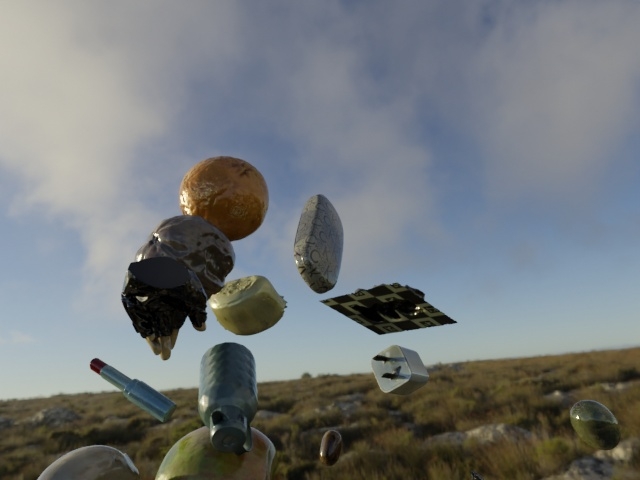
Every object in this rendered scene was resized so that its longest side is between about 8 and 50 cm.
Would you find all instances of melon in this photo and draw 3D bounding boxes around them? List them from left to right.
[{"bbox_3d":[0.672,0.450,1.293,0.098,0.131,0.098,-45,-2,-2],"label":"melon"}]

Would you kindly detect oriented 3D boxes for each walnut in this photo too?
[{"bbox_3d":[-0.368,0.061,1.471,0.227,0.273,0.273,0,-9,36],"label":"walnut"}]

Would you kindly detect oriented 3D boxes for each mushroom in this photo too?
[{"bbox_3d":[-0.470,0.605,1.128,0.290,0.292,0.292,14,-5,26],"label":"mushroom"}]

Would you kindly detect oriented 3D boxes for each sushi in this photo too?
[{"bbox_3d":[0.228,0.193,1.768,0.296,0.100,0.373,33,-32,-26],"label":"sushi"}]

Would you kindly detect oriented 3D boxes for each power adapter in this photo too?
[{"bbox_3d":[0.238,0.414,1.702,0.125,0.130,0.205,-37,-37,21],"label":"power adapter"}]

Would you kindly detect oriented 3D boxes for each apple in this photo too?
[{"bbox_3d":[-0.254,0.642,1.347,0.339,0.340,0.339,-5,-15,-1],"label":"apple"}]

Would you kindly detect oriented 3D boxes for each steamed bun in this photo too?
[{"bbox_3d":[-0.278,0.264,2.027,0.273,0.232,0.166,-13,28,15],"label":"steamed bun"}]

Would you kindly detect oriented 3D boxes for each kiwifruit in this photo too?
[{"bbox_3d":[0.038,0.750,1.920,0.075,0.124,0.075,12,-32,8],"label":"kiwifruit"}]

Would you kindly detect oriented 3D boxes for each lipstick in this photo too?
[{"bbox_3d":[-0.531,0.411,1.484,0.274,0.061,0.068,28,-25,11],"label":"lipstick"}]

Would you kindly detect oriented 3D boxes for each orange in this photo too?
[{"bbox_3d":[-0.353,-0.165,1.989,0.340,0.340,0.293,9,-56,-44],"label":"orange"}]

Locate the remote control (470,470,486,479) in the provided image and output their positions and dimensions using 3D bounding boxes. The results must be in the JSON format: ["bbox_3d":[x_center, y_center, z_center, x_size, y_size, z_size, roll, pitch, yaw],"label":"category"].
[{"bbox_3d":[0.535,0.801,1.760,0.014,0.039,0.096,-7,6,-21],"label":"remote control"}]

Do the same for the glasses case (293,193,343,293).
[{"bbox_3d":[0.000,0.000,1.372,0.085,0.355,0.137,-26,-64,21],"label":"glasses case"}]

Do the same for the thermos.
[{"bbox_3d":[-0.217,0.391,1.278,0.145,0.182,0.286,-22,27,0],"label":"thermos"}]

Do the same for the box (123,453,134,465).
[{"bbox_3d":[-0.541,0.628,1.478,0.012,0.046,0.083,-34,5,-9],"label":"box"}]

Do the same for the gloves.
[{"bbox_3d":[-0.291,0.134,0.997,0.164,0.124,0.203,5,-47,-20],"label":"gloves"}]
